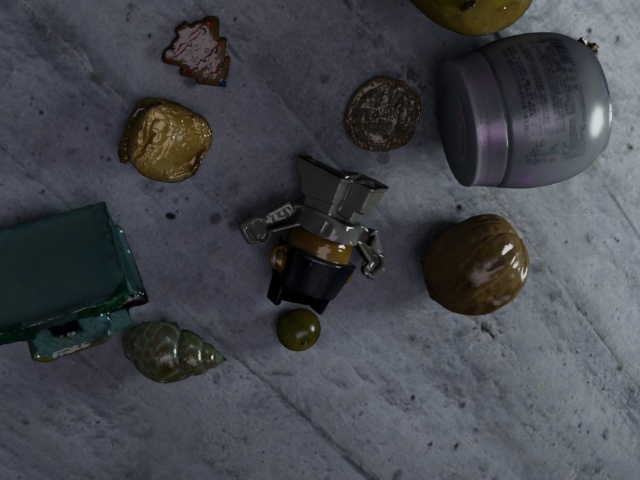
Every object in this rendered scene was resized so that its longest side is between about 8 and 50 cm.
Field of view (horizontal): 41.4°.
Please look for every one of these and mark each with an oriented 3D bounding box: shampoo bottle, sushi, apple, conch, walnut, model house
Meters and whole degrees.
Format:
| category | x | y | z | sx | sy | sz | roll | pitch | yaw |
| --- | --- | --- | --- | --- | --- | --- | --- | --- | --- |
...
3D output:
| category | x | y | z | sx | sy | sz | roll | pitch | yaw |
| --- | --- | --- | --- | --- | --- | --- | --- | --- | --- |
| shampoo bottle | 0.352 | -0.227 | 1.508 | 0.267 | 0.273 | 0.272 | -10 | 116 | -4 |
| sushi | 0.511 | -0.336 | 1.634 | 0.052 | 0.055 | 0.120 | -7 | 113 | -8 |
| apple | -0.042 | 0.178 | 1.672 | 0.090 | 0.074 | 0.089 | -16 | 138 | -15 |
| conch | -0.285 | 0.215 | 1.589 | 0.173 | 0.106 | 0.116 | 23 | 105 | -27 |
| walnut | 0.303 | 0.053 | 1.667 | 0.213 | 0.213 | 0.213 | -7 | 115 | -15 |
| model house | -0.447 | 0.117 | 1.455 | 0.281 | 0.230 | 0.248 | -16 | 141 | -8 |

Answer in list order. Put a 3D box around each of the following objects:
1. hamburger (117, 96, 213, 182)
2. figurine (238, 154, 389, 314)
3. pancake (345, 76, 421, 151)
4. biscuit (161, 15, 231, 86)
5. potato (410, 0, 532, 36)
| category | x | y | z | sx | sy | sz | roll | pitch | yaw |
| --- | --- | --- | --- | --- | --- | --- | --- | --- | --- |
| hamburger | -0.263 | -0.169 | 1.442 | 0.147 | 0.083 | 0.138 | 19 | 102 | -26 |
| figurine | -0.002 | 0.000 | 1.568 | 0.309 | 0.143 | 0.308 | -1 | 100 | -3 |
| pancake | 0.117 | -0.229 | 1.570 | 0.152 | 0.025 | 0.151 | -7 | 114 | -16 |
| biscuit | -0.198 | -0.313 | 1.434 | 0.119 | 0.019 | 0.130 | -39 | 119 | 2 |
| potato | 0.236 | -0.538 | 1.393 | 0.296 | 0.290 | 0.396 | 15 | 68 | -52 |
